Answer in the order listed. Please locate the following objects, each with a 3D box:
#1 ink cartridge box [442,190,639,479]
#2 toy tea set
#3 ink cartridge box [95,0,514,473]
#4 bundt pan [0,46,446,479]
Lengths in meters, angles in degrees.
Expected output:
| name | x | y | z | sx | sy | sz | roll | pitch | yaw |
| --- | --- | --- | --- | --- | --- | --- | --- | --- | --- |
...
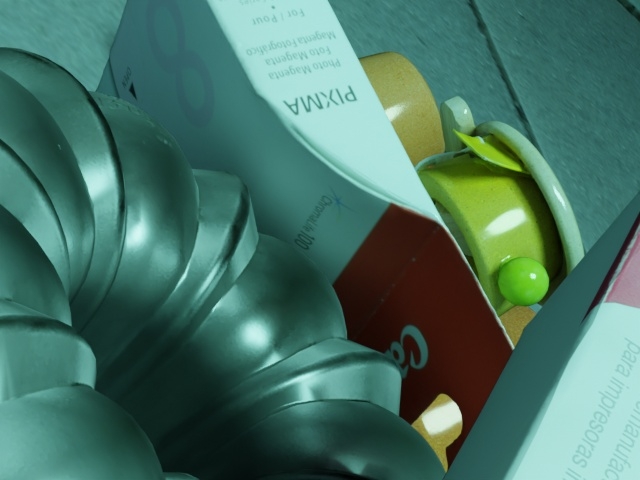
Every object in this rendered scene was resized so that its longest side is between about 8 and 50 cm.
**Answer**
| name | x | y | z | sx | sy | sz | roll | pitch | yaw |
| --- | --- | --- | --- | --- | --- | --- | --- | --- | --- |
| ink cartridge box | 0.144 | 0.108 | 0.452 | 0.237 | 0.100 | 0.172 | 35 | 41 | 2 |
| toy tea set | 0.000 | 0.000 | 0.864 | 0.336 | 0.124 | 0.200 | 46 | -25 | 51 |
| ink cartridge box | -0.018 | 0.007 | 0.721 | 0.066 | 0.189 | 0.232 | -13 | 68 | -24 |
| bundt pan | -0.069 | 0.068 | 0.566 | 0.331 | 0.124 | 0.331 | 42 | 22 | -21 |
